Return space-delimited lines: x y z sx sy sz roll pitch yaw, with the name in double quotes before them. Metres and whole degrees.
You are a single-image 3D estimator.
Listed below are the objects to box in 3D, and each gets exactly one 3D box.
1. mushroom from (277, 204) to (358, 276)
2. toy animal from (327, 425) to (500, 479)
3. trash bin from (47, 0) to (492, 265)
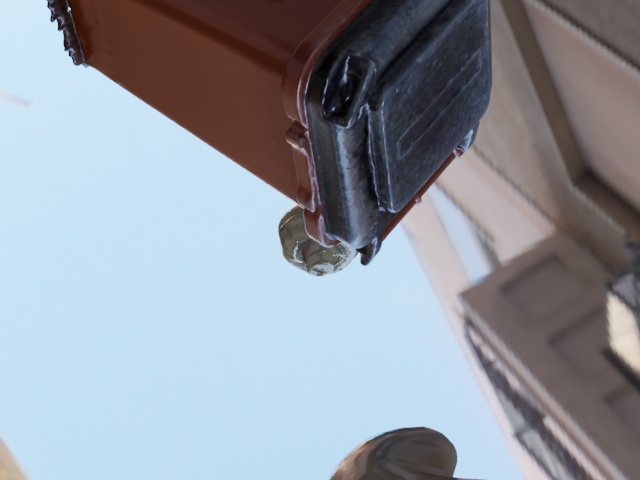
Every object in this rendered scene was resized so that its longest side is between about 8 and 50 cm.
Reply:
"mushroom" 0.000 0.000 1.529 0.083 0.083 0.067 -17 -125 15
"toy animal" 0.009 0.241 0.507 0.345 0.247 0.277 -49 -144 -16
"trash bin" -0.026 -0.115 0.948 0.238 0.184 0.161 28 -119 27
